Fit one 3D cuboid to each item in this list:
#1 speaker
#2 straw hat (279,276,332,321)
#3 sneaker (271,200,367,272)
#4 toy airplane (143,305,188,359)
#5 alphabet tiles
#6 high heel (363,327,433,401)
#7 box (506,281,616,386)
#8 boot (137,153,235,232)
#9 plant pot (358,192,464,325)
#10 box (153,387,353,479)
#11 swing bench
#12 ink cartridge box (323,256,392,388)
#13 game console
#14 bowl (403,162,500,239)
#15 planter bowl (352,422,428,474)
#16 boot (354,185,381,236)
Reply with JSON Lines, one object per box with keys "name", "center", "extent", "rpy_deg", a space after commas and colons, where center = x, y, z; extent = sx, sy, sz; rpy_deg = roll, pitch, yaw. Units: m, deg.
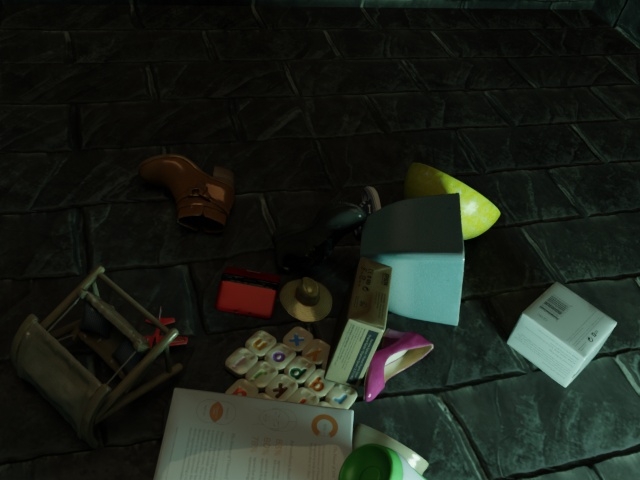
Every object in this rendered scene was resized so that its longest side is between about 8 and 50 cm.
{"name": "speaker", "center": [0.154, 0.474, 1.209], "extent": [0.131, 0.296, 0.131], "rpy_deg": [-26, 37, 22]}
{"name": "straw hat", "center": [-0.030, 0.128, 1.709], "extent": [0.144, 0.061, 0.144], "rpy_deg": [6, 43, -5]}
{"name": "sneaker", "center": [0.000, 0.000, 1.752], "extent": [0.109, 0.286, 0.130], "rpy_deg": [36, 40, -39]}
{"name": "toy airplane", "center": [-0.377, 0.215, 1.565], "extent": [0.151, 0.028, 0.151], "rpy_deg": [2, 43, -2]}
{"name": "alphabet tiles", "center": [-0.067, 0.313, 1.532], "extent": [0.284, 0.021, 0.278], "rpy_deg": [30, 43, 19]}
{"name": "high heel", "center": [0.177, 0.292, 1.566], "extent": [0.117, 0.082, 0.244], "rpy_deg": [13, 29, 17]}
{"name": "box", "center": [0.595, 0.229, 1.694], "extent": [0.182, 0.119, 0.181], "rpy_deg": [38, 49, 26]}
{"name": "boot", "center": [-0.379, -0.121, 1.887], "extent": [0.283, 0.109, 0.220], "rpy_deg": [12, 46, -10]}
{"name": "plant pot", "center": [0.226, 0.044, 1.738], "extent": [0.252, 0.247, 0.248], "rpy_deg": [1, 42, 8]}
{"name": "box", "center": [-0.123, 0.427, 1.277], "extent": [0.345, 0.168, 0.215], "rpy_deg": [8, 48, -3]}
{"name": "swing bench", "center": [-0.465, 0.234, 1.408], "extent": [0.253, 0.165, 0.254], "rpy_deg": [34, 54, 22]}
{"name": "ink cartridge box", "center": [0.089, 0.184, 1.557], "extent": [0.088, 0.193, 0.235], "rpy_deg": [17, 36, -1]}
{"name": "game console", "center": [-0.180, 0.129, 1.712], "extent": [0.144, 0.085, 0.124], "rpy_deg": [11, 11, -1]}
{"name": "bowl", "center": [0.340, -0.078, 1.917], "extent": [0.289, 0.289, 0.156], "rpy_deg": [30, 89, 20]}
{"name": "planter bowl", "center": [0.116, 0.448, 1.345], "extent": [0.162, 0.162, 0.109], "rpy_deg": [27, 72, 16]}
{"name": "boot", "center": [0.126, -0.086, 1.966], "extent": [0.086, 0.069, 0.190], "rpy_deg": [1, 45, -16]}
